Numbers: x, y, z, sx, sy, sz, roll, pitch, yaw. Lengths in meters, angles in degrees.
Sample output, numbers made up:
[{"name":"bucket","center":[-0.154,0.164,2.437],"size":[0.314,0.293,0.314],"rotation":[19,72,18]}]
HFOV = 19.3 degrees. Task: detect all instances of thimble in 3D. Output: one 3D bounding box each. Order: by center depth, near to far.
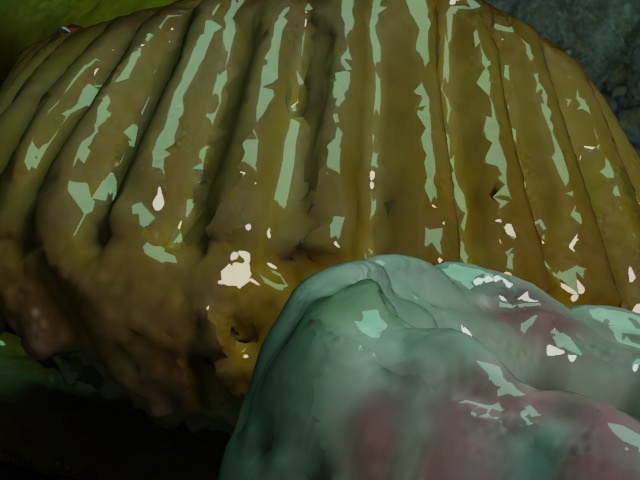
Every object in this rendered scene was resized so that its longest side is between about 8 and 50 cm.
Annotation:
[{"name":"thimble","center":[0.063,0.100,0.415],"size":[0.185,0.149,0.211],"rotation":[17,8,-20]}]

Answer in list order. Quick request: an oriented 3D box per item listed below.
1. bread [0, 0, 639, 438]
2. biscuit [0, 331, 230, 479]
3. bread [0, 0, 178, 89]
[{"name":"bread","center":[0.000,0.000,0.630],"size":[0.274,0.149,0.274],"rotation":[7,-5,1]},{"name":"biscuit","center":[-0.104,0.063,0.727],"size":[0.247,0.029,0.118],"rotation":[15,9,-17]},{"name":"bread","center":[-0.094,-0.070,0.947],"size":[0.251,0.208,0.376],"rotation":[-6,17,-33]}]
